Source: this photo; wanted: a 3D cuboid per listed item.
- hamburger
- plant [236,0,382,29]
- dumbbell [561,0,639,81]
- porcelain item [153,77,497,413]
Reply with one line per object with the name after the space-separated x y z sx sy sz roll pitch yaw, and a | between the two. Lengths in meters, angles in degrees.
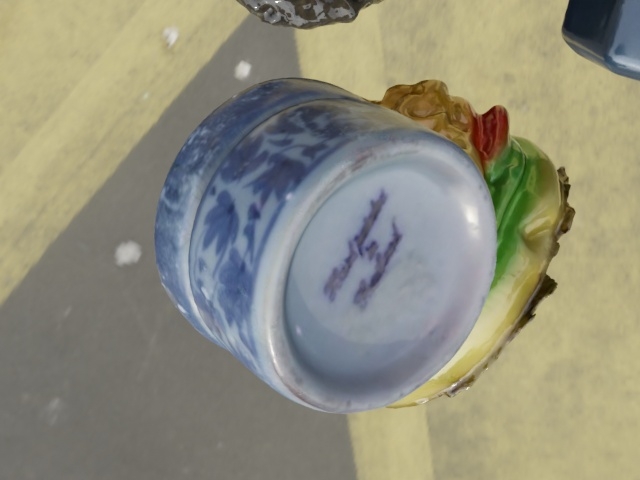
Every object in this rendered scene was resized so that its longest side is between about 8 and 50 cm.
0.046 -0.003 1.116 0.149 0.237 0.237 35 120 -26 | hamburger
-0.017 -0.319 1.405 0.213 0.312 0.215 -31 112 12 | plant
0.272 -0.255 1.076 0.144 0.156 0.316 9 104 -19 | dumbbell
0.000 0.000 0.806 0.114 0.147 0.147 29 127 47 | porcelain item
